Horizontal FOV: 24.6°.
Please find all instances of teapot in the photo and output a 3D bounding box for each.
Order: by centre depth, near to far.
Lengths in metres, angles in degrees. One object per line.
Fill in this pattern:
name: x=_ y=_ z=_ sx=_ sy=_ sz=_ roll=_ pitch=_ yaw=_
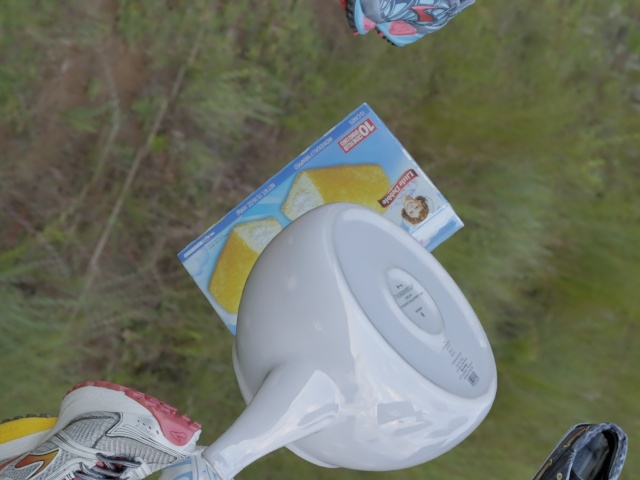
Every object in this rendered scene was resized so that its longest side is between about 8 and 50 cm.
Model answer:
teapot: x=0.016 y=0.102 z=1.267 sx=0.256 sy=0.252 sz=0.187 roll=28 pitch=122 yaw=-38

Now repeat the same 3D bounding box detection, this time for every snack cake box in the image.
snack cake box: x=0.000 y=0.000 z=1.575 sx=0.264 sy=0.152 sz=0.089 roll=-39 pitch=158 yaw=4

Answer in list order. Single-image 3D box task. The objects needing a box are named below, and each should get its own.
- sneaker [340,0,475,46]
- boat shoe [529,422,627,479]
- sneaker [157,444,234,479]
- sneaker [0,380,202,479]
sneaker: x=0.092 y=-0.278 z=1.540 sx=0.262 sy=0.125 sz=0.104 roll=-8 pitch=79 yaw=-70
boat shoe: x=0.219 y=0.245 z=1.371 sx=0.183 sy=0.065 sz=0.083 roll=-56 pitch=178 yaw=-13
sneaker: x=-0.132 y=0.283 z=1.443 sx=0.237 sy=0.085 sz=0.086 roll=107 pitch=-20 yaw=-56
sneaker: x=-0.163 y=0.164 z=1.009 sx=0.088 sy=0.225 sz=0.092 roll=31 pitch=51 yaw=-30
